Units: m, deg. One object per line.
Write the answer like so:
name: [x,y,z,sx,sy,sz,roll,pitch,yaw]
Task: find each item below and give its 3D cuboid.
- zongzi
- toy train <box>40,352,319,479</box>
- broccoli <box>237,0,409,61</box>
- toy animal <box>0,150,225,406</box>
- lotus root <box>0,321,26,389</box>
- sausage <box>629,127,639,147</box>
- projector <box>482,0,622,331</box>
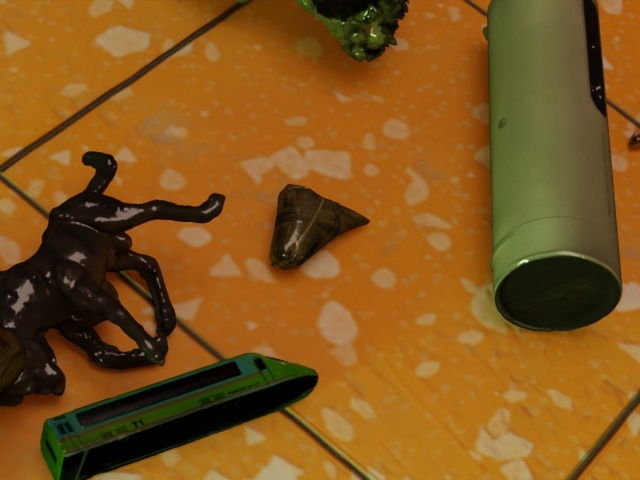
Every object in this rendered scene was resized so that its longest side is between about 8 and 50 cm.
zongzi: [0.000,0.000,1.296,0.083,0.040,0.076,24,54,-22]
toy train: [-0.100,0.119,1.155,0.209,0.044,0.042,-17,58,-29]
broccoli: [-0.063,-0.260,1.432,0.304,0.145,0.165,12,59,5]
toy animal: [-0.169,0.025,1.177,0.148,0.084,0.233,22,56,-5]
lotus root: [-0.328,0.129,0.988,0.210,0.142,0.314,16,54,5]
sausage: [0.317,-0.112,1.496,0.015,0.015,0.100,39,51,14]
projector: [0.197,-0.083,1.375,0.108,0.108,0.337,11,50,-9]
